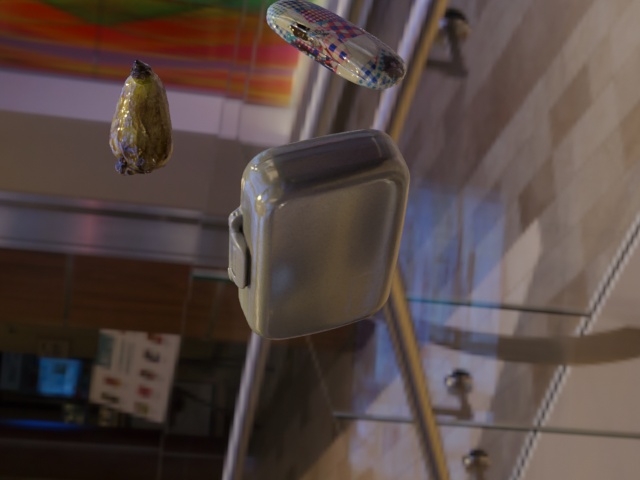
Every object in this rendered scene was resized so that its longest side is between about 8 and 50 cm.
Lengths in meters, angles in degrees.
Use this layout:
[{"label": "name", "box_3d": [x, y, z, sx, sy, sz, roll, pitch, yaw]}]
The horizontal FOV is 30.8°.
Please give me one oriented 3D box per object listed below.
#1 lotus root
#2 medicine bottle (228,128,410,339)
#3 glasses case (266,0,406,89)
[{"label": "lotus root", "box_3d": [-0.277, -0.196, 1.824, 0.094, 0.108, 0.191, -30, -44, -55]}, {"label": "medicine bottle", "box_3d": [0.000, 0.000, 1.790, 0.375, 0.282, 0.123, 96, 157, -50]}, {"label": "glasses case", "box_3d": [0.031, -0.407, 2.388, 0.125, 0.327, 0.076, -30, -33, -45]}]
